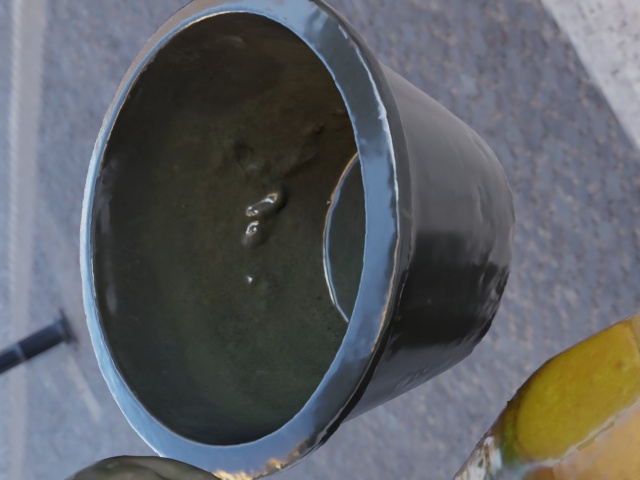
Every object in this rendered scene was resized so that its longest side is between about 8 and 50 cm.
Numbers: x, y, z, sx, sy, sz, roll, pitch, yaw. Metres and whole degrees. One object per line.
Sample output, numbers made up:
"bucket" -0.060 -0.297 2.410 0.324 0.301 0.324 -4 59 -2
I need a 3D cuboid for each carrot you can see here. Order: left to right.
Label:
"carrot" 0.106 0.167 0.792 0.114 0.114 0.302 51 125 25

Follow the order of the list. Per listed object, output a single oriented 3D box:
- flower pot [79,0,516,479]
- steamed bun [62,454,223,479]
"flower pot" 0.000 0.000 0.830 0.269 0.166 0.269 -7 80 46
"steamed bun" -0.036 0.263 0.581 0.310 0.324 0.219 -78 13 -68
